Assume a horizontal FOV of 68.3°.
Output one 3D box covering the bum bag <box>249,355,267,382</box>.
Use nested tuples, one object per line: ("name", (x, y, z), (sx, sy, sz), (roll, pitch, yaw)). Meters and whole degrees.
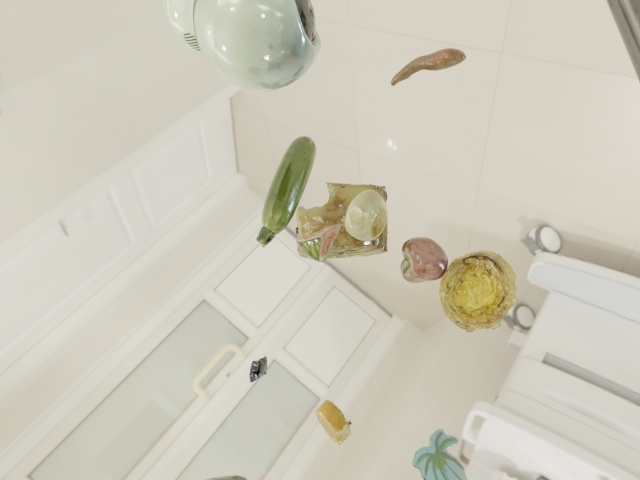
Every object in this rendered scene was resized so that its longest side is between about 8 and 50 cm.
("bum bag", (-0.167, 0.346, 1.274), (0.034, 0.057, 0.124), (5, 174, 8))

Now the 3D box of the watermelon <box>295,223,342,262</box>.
("watermelon", (0.000, 0.014, 1.061), (0.087, 0.163, 0.068), (-19, 95, 23))

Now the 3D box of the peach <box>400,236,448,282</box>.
("peach", (0.325, 0.063, 1.479), (0.152, 0.152, 0.152), (29, 148, 21))

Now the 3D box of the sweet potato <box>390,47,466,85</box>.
("sweet potato", (0.263, -0.444, 1.202), (0.214, 0.050, 0.050), (-4, 127, 41))

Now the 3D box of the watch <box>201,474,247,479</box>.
("watch", (-0.224, 0.609, 0.894), (0.241, 0.305, 0.274), (-25, 73, 24))

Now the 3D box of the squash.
("squash", (-0.063, -0.105, 0.925), (0.066, 0.252, 0.066), (16, 157, 7))

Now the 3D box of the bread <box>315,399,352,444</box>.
("bread", (0.045, 0.610, 1.600), (0.122, 0.073, 0.149), (26, 143, 44))

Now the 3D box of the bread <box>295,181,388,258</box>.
("bread", (0.092, -0.088, 1.807), (0.370, 0.314, 0.191), (2, 167, -7))

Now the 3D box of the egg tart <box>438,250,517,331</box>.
("egg tart", (0.550, 0.181, 1.634), (0.291, 0.290, 0.107), (14, 172, 39))

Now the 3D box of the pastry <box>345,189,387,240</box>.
("pastry", (0.142, -0.073, 1.420), (0.092, 0.156, 0.156), (19, 143, 27))

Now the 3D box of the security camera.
("security camera", (-0.106, -0.322, 0.690), (0.236, 0.195, 0.194), (50, 157, 33))

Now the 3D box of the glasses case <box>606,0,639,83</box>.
("glasses case", (0.462, -0.310, 0.664), (0.072, 0.042, 0.190), (-18, 80, 17))

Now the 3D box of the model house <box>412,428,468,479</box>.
("model house", (0.176, 0.555, 0.868), (0.324, 0.340, 0.300), (32, 112, -1))
